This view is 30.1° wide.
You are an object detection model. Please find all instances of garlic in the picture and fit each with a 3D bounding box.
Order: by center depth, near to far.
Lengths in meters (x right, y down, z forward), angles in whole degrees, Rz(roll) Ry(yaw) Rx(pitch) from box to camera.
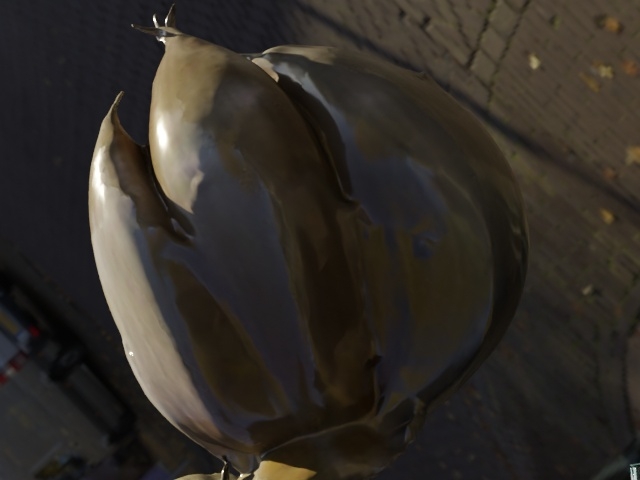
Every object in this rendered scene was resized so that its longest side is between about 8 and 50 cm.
[{"bbox_3d":[0.000,0.000,0.659,0.210,0.237,0.292,98,164,-86],"label":"garlic"}]

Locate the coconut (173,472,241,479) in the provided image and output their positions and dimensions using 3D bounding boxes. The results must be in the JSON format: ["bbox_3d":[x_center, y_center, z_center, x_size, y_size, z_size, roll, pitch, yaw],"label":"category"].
[{"bbox_3d":[-0.108,0.321,0.835,0.329,0.329,0.329,40,160,18],"label":"coconut"}]

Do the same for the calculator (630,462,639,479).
[{"bbox_3d":[0.416,0.357,1.456,0.018,0.057,0.172,152,113,-72],"label":"calculator"}]
